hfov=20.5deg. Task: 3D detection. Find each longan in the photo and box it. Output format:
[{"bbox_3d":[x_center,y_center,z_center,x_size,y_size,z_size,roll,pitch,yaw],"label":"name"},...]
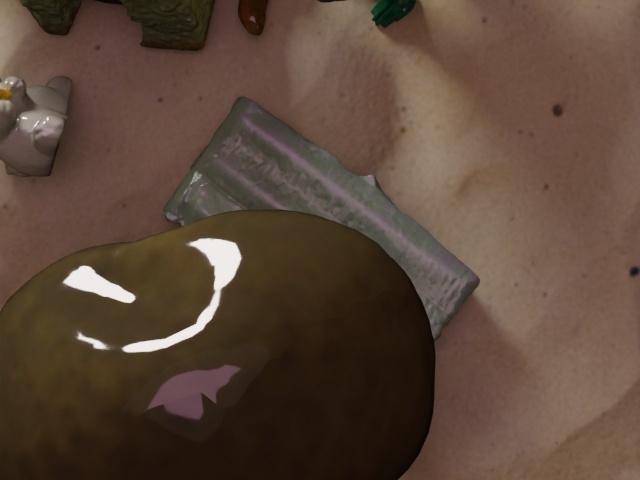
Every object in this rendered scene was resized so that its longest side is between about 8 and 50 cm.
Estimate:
[{"bbox_3d":[-0.085,0.121,1.240,0.350,0.288,0.288,-27,85,8],"label":"longan"}]

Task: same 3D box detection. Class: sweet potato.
[{"bbox_3d":[-0.045,-0.250,1.388,0.044,0.044,0.179,-1,92,2],"label":"sweet potato"}]

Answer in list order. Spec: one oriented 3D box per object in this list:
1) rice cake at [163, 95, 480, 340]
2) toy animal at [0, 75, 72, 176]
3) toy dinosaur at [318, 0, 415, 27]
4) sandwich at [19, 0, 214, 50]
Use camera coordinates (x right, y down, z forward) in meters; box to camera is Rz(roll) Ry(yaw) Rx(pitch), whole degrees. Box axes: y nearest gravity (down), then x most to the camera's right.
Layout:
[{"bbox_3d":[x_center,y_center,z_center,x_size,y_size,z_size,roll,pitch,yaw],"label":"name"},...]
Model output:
[{"bbox_3d":[0.000,0.000,1.364,0.237,0.043,0.127,37,87,4],"label":"rice cake"},{"bbox_3d":[-0.287,-0.093,1.341,0.182,0.131,0.127,17,122,-10],"label":"toy animal"},{"bbox_3d":[0.092,-0.256,1.338,0.259,0.153,0.094,-39,87,-10],"label":"toy dinosaur"},{"bbox_3d":[-0.198,-0.231,1.354,0.236,0.122,0.128,8,82,5],"label":"sandwich"}]
